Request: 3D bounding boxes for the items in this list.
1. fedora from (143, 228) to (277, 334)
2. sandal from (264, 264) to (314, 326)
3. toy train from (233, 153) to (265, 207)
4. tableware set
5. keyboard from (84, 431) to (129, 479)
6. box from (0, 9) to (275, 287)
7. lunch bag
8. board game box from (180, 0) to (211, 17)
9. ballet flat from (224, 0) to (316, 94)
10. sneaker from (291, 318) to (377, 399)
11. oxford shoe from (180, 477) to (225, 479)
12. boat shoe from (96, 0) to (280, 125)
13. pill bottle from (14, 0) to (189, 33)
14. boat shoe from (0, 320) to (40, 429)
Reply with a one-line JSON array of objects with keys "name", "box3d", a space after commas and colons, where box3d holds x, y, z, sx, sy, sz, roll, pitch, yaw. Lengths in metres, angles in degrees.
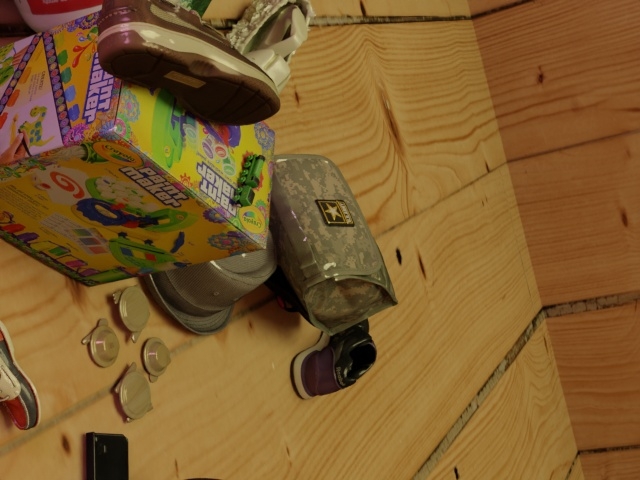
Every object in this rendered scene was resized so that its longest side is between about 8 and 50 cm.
[{"name": "fedora", "box3d": [-0.152, 0.014, 1.483, 0.275, 0.124, 0.244, 33, 52, -55]}, {"name": "sandal", "box3d": [-0.059, 0.093, 1.741, 0.179, 0.040, 0.067, 42, 36, -29]}, {"name": "toy train", "box3d": [-0.081, -0.071, 1.146, 0.017, 0.023, 0.083, 55, 36, -38]}, {"name": "tableware set", "box3d": [-0.256, 0.152, 1.340, 0.169, 0.020, 0.141, 68, 30, -22]}, {"name": "keyboard", "box3d": [-0.275, 0.331, 1.227, 0.108, 0.023, 0.180, 30, 53, -64]}, {"name": "box", "box3d": [-0.248, -0.096, 1.169, 0.290, 0.279, 0.177, 42, 44, -51]}, {"name": "lunch bag", "box3d": [0.000, 0.000, 1.629, 0.235, 0.169, 0.287, 66, 8, 22]}, {"name": "board game box", "box3d": [-0.281, -0.460, 1.490, 0.319, 0.065, 0.318, 58, 33, -34]}, {"name": "ballet flat", "box3d": [-0.103, -0.319, 1.711, 0.147, 0.147, 0.409, 58, 33, -34]}, {"name": "sneaker", "box3d": [0.061, 0.208, 1.820, 0.283, 0.124, 0.107, -45, 119, -60]}, {"name": "oxford shoe", "box3d": [-0.234, 0.381, 1.133, 0.363, 0.130, 0.133, -6, 94, -46]}, {"name": "boat shoe", "box3d": [-0.129, -0.199, 1.034, 0.257, 0.095, 0.095, 21, 55, -59]}, {"name": "pill bottle", "box3d": [-0.284, -0.388, 1.170, 0.229, 0.229, 0.408, -66, 147, -50]}, {"name": "boat shoe", "box3d": [-0.358, 0.155, 1.106, 0.043, 0.049, 0.137, -36, 109, -58]}]
